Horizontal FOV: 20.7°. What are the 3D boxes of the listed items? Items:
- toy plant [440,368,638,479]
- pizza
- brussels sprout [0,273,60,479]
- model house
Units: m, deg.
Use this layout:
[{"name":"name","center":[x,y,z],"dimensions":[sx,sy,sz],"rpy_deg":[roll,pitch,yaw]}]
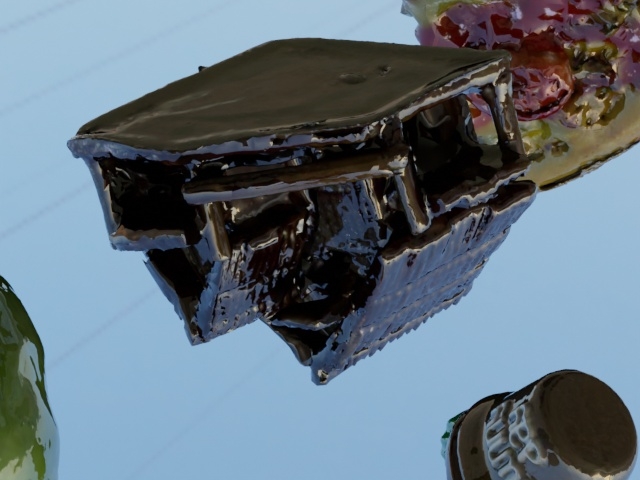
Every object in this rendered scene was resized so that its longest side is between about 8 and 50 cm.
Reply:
[{"name":"toy plant","center":[0.115,0.155,1.057],"dimensions":[0.105,0.200,0.143],"rpy_deg":[1,-126,-28]},{"name":"pizza","center":[0.194,-0.230,1.839],"dimensions":[0.406,0.440,0.130],"rpy_deg":[30,-136,-11]},{"name":"brussels sprout","center":[-0.252,0.089,0.849],"dimensions":[0.219,0.210,0.271],"rpy_deg":[-7,171,-25]},{"name":"model house","center":[0.000,0.000,1.496],"dimensions":[0.317,0.283,0.297],"rpy_deg":[-28,-149,-28]}]
